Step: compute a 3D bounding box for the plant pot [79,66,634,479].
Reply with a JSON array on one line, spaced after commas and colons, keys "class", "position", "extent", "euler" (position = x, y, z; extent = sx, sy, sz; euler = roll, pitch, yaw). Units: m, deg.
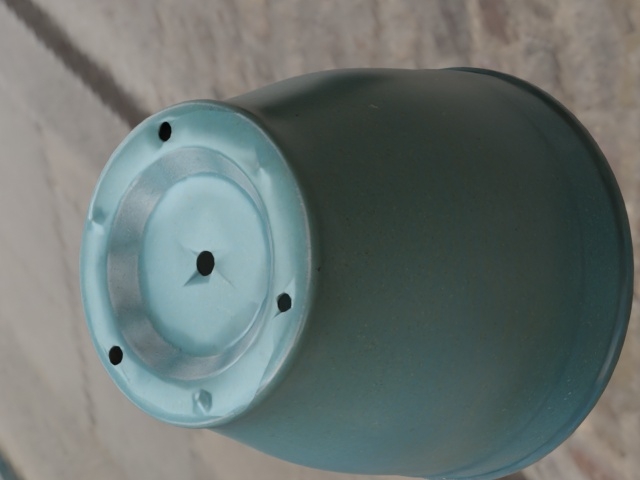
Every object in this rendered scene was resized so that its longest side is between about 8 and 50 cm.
[{"class": "plant pot", "position": [0.006, 0.019, 1.041], "extent": [0.272, 0.255, 0.271], "euler": [-2, 88, 40]}]
